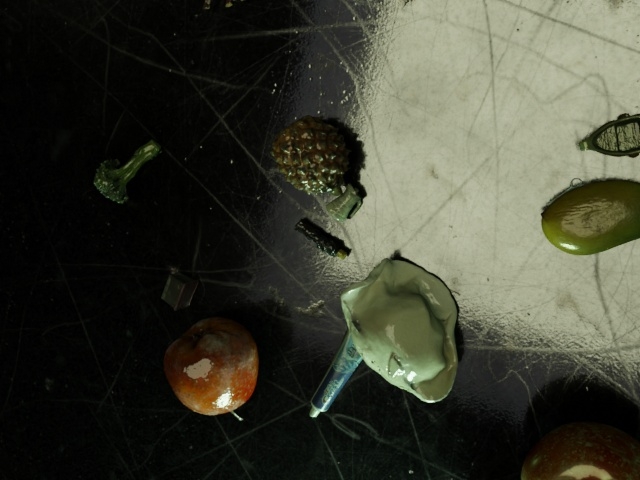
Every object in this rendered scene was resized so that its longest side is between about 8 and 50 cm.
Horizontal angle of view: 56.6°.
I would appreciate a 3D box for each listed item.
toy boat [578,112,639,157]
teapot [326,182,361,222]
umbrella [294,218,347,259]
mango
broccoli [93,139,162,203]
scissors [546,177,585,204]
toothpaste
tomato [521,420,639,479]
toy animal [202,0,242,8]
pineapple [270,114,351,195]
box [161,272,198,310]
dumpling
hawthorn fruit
[{"bbox_3d":[0.593,-0.201,1.138,0.185,0.071,0.089,-11,95,21],"label":"toy boat"},{"bbox_3d":[0.061,-0.087,1.373,0.067,0.057,0.083,31,110,-27],"label":"teapot"},{"bbox_3d":[0.000,0.000,1.417,0.144,0.037,0.040,35,96,15],"label":"umbrella"},{"bbox_3d":[0.560,-0.052,1.170,0.238,0.091,0.137,-23,97,17],"label":"mango"},{"bbox_3d":[-0.500,-0.189,1.551,0.204,0.122,0.118,-39,100,8],"label":"broccoli"},{"bbox_3d":[0.504,-0.096,1.226,0.083,0.006,0.036,-33,85,23],"label":"scissors"},{"bbox_3d":[0.043,0.329,1.460,0.069,0.047,0.268,36,107,25],"label":"toothpaste"},{"bbox_3d":[0.552,0.499,1.201,0.270,0.223,0.270,5,99,32],"label":"tomato"},{"bbox_3d":[-0.267,-0.660,1.389,0.149,0.054,0.275,-36,89,26],"label":"toy animal"},{"bbox_3d":[-0.011,-0.179,1.329,0.166,0.166,0.193,-35,94,23],"label":"pineapple"},{"bbox_3d":[-0.375,0.131,1.575,0.063,0.060,0.084,32,110,21],"label":"box"},{"bbox_3d":[0.194,0.191,1.338,0.243,0.187,0.318,-42,92,-17],"label":"dumpling"},{"bbox_3d":[-0.257,0.317,1.464,0.231,0.235,0.263,-40,76,24],"label":"hawthorn fruit"}]
